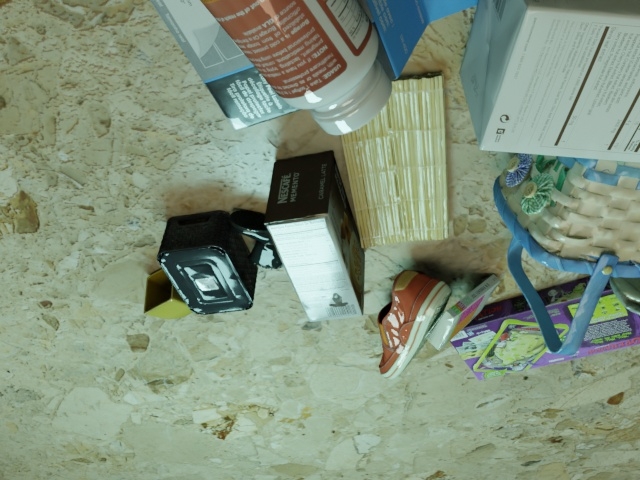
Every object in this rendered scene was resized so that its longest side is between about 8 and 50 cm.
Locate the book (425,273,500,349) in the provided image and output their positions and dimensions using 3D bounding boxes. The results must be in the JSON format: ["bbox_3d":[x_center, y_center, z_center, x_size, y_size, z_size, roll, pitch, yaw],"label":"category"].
[{"bbox_3d":[0.262,0.127,1.130,0.035,0.144,0.096,44,141,23],"label":"book"}]

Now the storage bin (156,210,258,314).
[{"bbox_3d":[-0.194,0.044,1.096,0.122,0.084,0.180,-8,136,12],"label":"storage bin"}]

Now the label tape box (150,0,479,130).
[{"bbox_3d":[-0.004,-0.287,0.700,0.333,0.106,0.241,-14,136,19],"label":"label tape box"}]

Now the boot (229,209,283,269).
[{"bbox_3d":[-0.105,0.001,1.073,0.121,0.045,0.099,10,137,-14],"label":"boot"}]

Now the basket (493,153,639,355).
[{"bbox_3d":[0.346,-0.022,0.873,0.201,0.255,0.289,3,120,-5],"label":"basket"}]

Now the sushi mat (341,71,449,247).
[{"bbox_3d":[0.116,-0.107,0.946,0.151,0.019,0.317,-5,135,9],"label":"sushi mat"}]

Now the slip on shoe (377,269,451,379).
[{"bbox_3d":[0.161,0.165,1.204,0.101,0.123,0.331,34,148,18],"label":"slip on shoe"}]

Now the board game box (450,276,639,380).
[{"bbox_3d":[0.441,0.177,1.231,0.346,0.056,0.208,-19,129,23],"label":"board game box"}]

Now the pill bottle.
[{"bbox_3d":[-0.020,-0.210,0.616,0.121,0.121,0.216,-22,132,25],"label":"pill bottle"}]

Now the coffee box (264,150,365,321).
[{"bbox_3d":[0.000,0.000,0.994,0.098,0.141,0.247,-8,136,13],"label":"coffee box"}]

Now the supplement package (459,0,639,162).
[{"bbox_3d":[0.331,-0.210,0.705,0.292,0.178,0.175,4,135,-3],"label":"supplement package"}]

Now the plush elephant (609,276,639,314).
[{"bbox_3d":[0.579,0.033,0.889,0.271,0.255,0.330,15,142,1],"label":"plush elephant"}]

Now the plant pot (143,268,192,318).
[{"bbox_3d":[-0.272,0.104,1.174,0.081,0.081,0.083,-27,140,29],"label":"plant pot"}]
